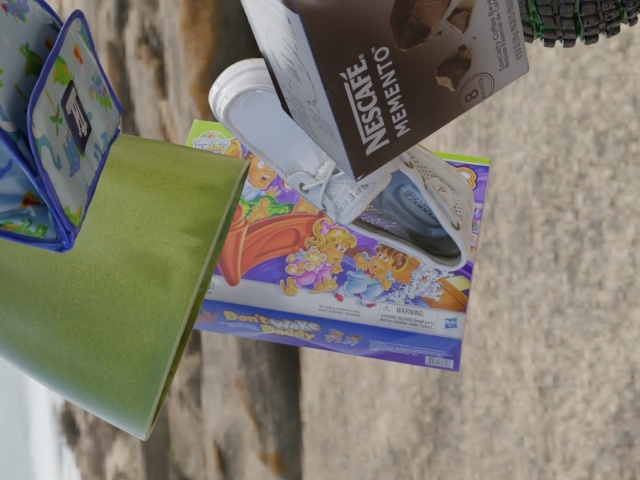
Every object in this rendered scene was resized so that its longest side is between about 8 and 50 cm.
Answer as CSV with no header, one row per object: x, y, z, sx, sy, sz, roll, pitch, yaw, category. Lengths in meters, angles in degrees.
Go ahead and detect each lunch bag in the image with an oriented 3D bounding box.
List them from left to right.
-0.181,-0.078,0.668,0.096,0.151,0.129,-33,30,30,lunch bag

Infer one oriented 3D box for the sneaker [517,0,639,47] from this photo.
0.291,-0.292,1.141,0.146,0.343,0.134,62,164,23,sneaker

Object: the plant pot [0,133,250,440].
-0.248,0.004,1.110,0.275,0.293,0.275,-160,90,-87,plant pot

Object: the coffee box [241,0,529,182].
0.027,-0.207,0.830,0.119,0.168,0.297,48,166,40,coffee box

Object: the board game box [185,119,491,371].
0.000,0.000,1.341,0.078,0.347,0.233,85,-164,-57,board game box

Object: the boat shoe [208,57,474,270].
0.029,-0.059,1.043,0.098,0.277,0.096,-47,29,32,boat shoe
